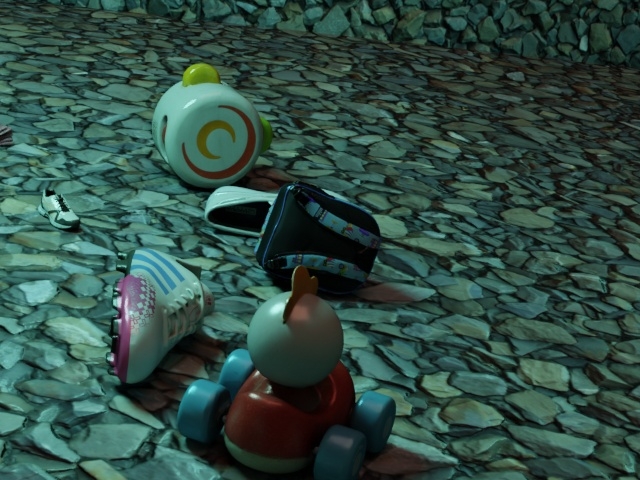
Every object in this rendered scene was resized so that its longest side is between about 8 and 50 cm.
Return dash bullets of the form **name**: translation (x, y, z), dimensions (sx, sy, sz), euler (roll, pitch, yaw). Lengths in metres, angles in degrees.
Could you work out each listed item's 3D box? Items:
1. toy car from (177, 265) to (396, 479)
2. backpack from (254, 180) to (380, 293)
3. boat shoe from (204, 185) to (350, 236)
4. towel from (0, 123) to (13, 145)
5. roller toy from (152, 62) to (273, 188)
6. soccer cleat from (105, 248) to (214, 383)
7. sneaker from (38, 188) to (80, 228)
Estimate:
- **toy car**: translation (-0.024, 0.137, 1.522), dimensions (0.219, 0.238, 0.210), euler (17, 21, 18)
- **backpack**: translation (0.000, 0.000, 2.030), dimensions (0.173, 0.158, 0.117), euler (19, 0, -13)
- **boat shoe**: translation (-0.071, -0.036, 2.196), dimensions (0.258, 0.095, 0.084), euler (1, 24, 6)
- **towel**: translation (-0.780, -0.221, 2.427), dimensions (0.329, 0.037, 0.237), euler (-9, 26, -40)
- **roller toy**: translation (-0.217, -0.207, 2.412), dimensions (0.209, 0.191, 0.146), euler (45, 0, -31)
- **soccer cleat**: translation (-0.211, 0.092, 1.732), dimensions (0.143, 0.116, 0.331), euler (6, 20, -9)
- **sneaker**: translation (-0.433, -0.052, 2.121), dimensions (0.040, 0.044, 0.109), euler (-8, 28, -44)
